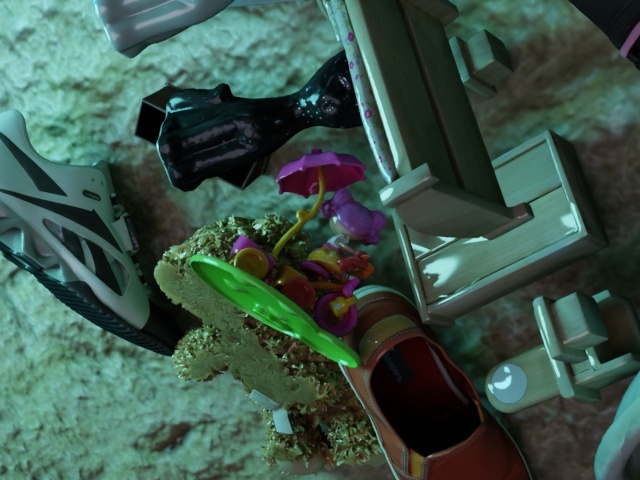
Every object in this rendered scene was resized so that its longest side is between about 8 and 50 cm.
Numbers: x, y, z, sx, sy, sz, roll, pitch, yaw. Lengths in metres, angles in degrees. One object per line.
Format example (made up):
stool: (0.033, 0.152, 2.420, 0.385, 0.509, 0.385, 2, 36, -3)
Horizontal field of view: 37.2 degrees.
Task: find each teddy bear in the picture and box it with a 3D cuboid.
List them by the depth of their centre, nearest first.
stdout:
teddy bear: (-0.033, 0.115, 0.994, 0.245, 0.113, 0.338, -31, 107, 38)

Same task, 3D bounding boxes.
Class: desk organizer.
desk organizer: (-0.116, -0.103, 0.943, 0.130, 0.050, 0.047, 27, 122, 10)

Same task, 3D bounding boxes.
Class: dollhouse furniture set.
dollhouse furniture set: (0.059, -0.023, 0.716, 0.173, 0.355, 0.303, -31, 61, 32)

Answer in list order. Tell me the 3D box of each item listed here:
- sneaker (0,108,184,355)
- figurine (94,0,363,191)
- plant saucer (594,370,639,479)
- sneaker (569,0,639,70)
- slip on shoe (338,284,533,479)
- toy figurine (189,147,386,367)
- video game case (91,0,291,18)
sneaker: (-0.242, -0.004, 1.012, 0.122, 0.146, 0.330, 4, 144, 52)
figurine: (-0.060, -0.171, 0.824, 0.209, 0.092, 0.215, -16, 113, 13)
plant saucer: (0.383, 0.080, 0.699, 0.400, 0.101, 0.400, -9, 145, -7)
sneaker: (0.282, -0.108, 0.692, 0.295, 0.147, 0.104, 32, 160, 5)
slip on shoe: (0.120, 0.190, 0.916, 0.123, 0.101, 0.331, -33, 113, -3)
toy figurine: (0.000, 0.000, 0.836, 0.173, 0.159, 0.130, 33, 164, -5)
video game case: (-0.089, -0.352, 0.813, 0.328, 0.036, 0.300, 1, 117, 23)
